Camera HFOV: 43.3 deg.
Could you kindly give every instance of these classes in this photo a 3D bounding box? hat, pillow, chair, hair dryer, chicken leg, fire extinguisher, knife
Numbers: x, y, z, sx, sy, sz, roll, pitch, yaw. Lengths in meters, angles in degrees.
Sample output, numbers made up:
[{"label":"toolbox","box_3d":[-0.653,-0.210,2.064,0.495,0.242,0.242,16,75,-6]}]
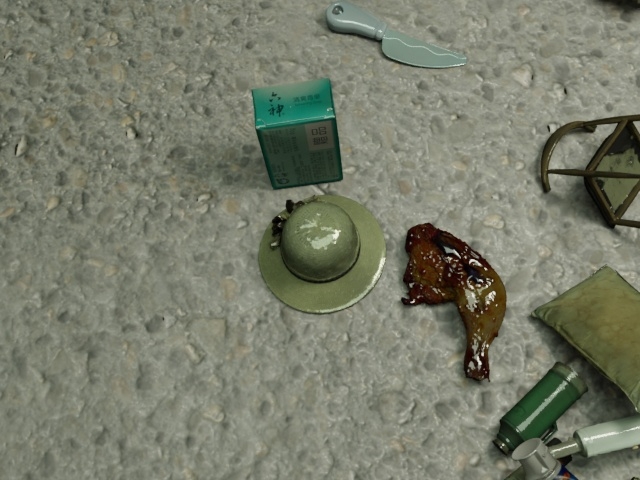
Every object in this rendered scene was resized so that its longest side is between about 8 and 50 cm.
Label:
[{"label":"hat","box_3d":[0.000,0.000,1.549,0.257,0.130,0.257,-2,66,4]},{"label":"pillow","box_3d":[0.534,0.166,1.414,0.184,0.075,0.302,-29,40,-10]},{"label":"chair","box_3d":[0.578,-0.137,1.551,0.188,0.166,0.272,-51,30,-14]},{"label":"hair dryer","box_3d":[0.538,0.336,1.370,0.357,0.108,0.173,-13,65,-3]},{"label":"chicken leg","box_3d":[0.256,0.100,1.521,0.177,0.083,0.322,-39,68,-2]},{"label":"fire extinguisher","box_3d":[0.351,0.411,1.392,0.177,0.050,0.062,-35,56,-10]},{"label":"knife","box_3d":[0.159,-0.437,1.771,0.331,0.044,0.080,27,72,11]}]

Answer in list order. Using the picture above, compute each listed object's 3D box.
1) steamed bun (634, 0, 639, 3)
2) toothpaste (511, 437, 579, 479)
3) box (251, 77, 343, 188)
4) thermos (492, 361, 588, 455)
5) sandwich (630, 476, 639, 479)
[{"label":"steamed bun","box_3d":[0.670,-0.598,1.739,0.217,0.144,0.211,3,73,-27]},{"label":"toothpaste","box_3d":[0.413,0.447,1.331,0.096,0.061,0.266,-36,95,-9]},{"label":"box","box_3d":[-0.041,-0.202,1.575,0.153,0.245,0.092,-8,66,1]},{"label":"thermos","box_3d":[0.382,0.305,1.427,0.187,0.083,0.073,-41,48,-10]},{"label":"sandwich","box_3d":[0.591,0.491,1.294,0.159,0.079,0.235,6,48,-2]}]
